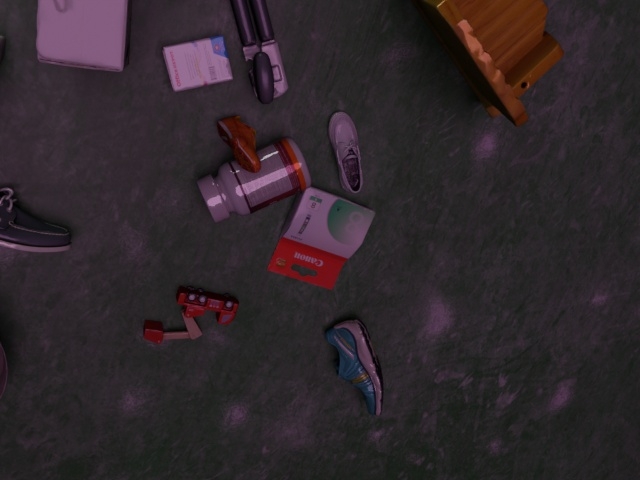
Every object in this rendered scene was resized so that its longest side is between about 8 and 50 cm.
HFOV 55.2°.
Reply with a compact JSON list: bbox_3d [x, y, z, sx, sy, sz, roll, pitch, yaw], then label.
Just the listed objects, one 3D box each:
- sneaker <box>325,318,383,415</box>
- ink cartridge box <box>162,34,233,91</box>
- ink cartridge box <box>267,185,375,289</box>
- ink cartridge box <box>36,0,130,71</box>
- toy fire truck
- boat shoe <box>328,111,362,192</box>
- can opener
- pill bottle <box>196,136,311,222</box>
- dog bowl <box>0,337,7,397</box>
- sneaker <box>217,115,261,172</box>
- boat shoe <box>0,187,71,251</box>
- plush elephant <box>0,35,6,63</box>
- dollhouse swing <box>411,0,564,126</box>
[{"bbox_3d":[0.093,0.322,1.546,0.110,0.107,0.275,-17,108,10],"label":"sneaker"},{"bbox_3d":[-0.247,-0.354,1.226,0.122,0.052,0.088,-16,111,-12],"label":"ink cartridge box"},{"bbox_3d":[0.000,0.000,1.420,0.181,0.056,0.225,19,100,-21],"label":"ink cartridge box"},{"bbox_3d":[-0.384,-0.407,1.029,0.131,0.306,0.226,3,107,-18],"label":"ink cartridge box"},{"bbox_3d":[-0.293,0.176,1.394,0.192,0.047,0.135,14,104,-21],"label":"toy fire truck"},{"bbox_3d":[0.060,-0.193,1.365,0.066,0.063,0.184,-10,111,-13],"label":"boat shoe"},{"bbox_3d":[-0.125,-0.418,1.226,0.074,0.093,0.280,-18,107,-12],"label":"can opener"},{"bbox_3d":[-0.141,-0.125,1.297,0.221,0.121,0.121,-25,113,-7],"label":"pill bottle"},{"bbox_3d":[-0.807,0.239,1.213,0.348,0.102,0.349,-9,118,-17],"label":"dog bowl"},{"bbox_3d":[-0.155,-0.203,1.243,0.067,0.175,0.064,-21,143,-15],"label":"sneaker"},{"bbox_3d":[-0.634,-0.058,1.176,0.319,0.116,0.099,18,97,-25],"label":"boat shoe"},{"bbox_3d":[-0.672,-0.306,1.006,0.255,0.272,0.330,-26,126,-5],"label":"plush elephant"},{"bbox_3d":[0.374,-0.451,1.242,0.315,0.305,0.347,-42,113,1],"label":"dollhouse swing"}]
